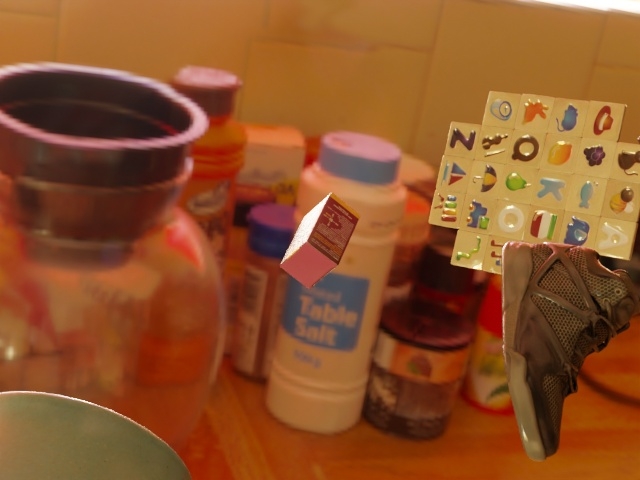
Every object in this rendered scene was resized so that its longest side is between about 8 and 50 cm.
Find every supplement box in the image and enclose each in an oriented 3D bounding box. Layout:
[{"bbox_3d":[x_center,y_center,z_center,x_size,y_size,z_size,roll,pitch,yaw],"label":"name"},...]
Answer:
[{"bbox_3d":[0.000,0.000,1.216,0.043,0.055,0.083,38,43,-13],"label":"supplement box"}]

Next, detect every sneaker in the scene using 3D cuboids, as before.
[{"bbox_3d":[0.237,0.096,1.102,0.130,0.087,0.228,-4,52,15],"label":"sneaker"}]

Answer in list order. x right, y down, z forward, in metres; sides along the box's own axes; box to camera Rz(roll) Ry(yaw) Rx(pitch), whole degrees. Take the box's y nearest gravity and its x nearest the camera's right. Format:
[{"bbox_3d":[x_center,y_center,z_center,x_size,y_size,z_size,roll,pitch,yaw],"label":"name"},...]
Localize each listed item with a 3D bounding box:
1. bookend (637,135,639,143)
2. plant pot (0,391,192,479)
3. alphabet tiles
[{"bbox_3d":[0.470,-0.076,1.332,0.157,0.072,0.156,12,38,-25],"label":"bookend"},{"bbox_3d":[-0.197,0.249,0.758,0.271,0.272,0.255,11,50,3],"label":"plant pot"},{"bbox_3d":[0.332,-0.082,1.802,0.342,0.285,0.011,11,-2,35],"label":"alphabet tiles"}]
